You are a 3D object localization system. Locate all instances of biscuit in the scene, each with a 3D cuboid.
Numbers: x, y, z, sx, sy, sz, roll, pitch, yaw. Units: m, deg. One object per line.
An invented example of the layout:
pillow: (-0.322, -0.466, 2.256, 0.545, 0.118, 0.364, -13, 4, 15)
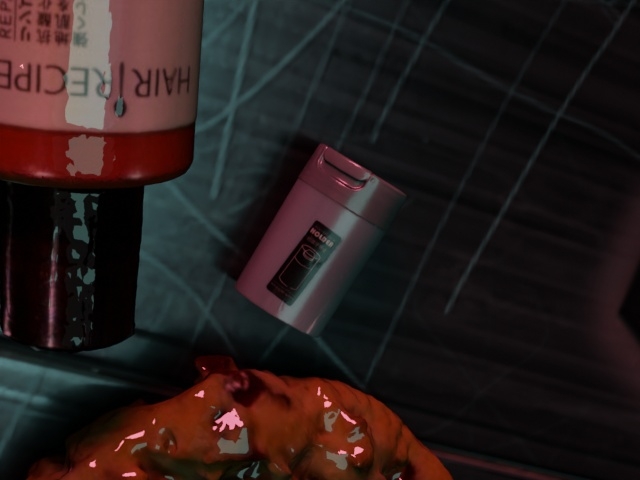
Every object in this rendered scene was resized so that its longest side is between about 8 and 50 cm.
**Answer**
biscuit: (-0.059, 0.226, 0.681, 0.289, 0.081, 0.334, 29, 94, -26)

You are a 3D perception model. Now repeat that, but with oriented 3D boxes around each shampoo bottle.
shampoo bottle: (-0.101, -0.089, 0.554, 0.104, 0.104, 0.278, -1, 106, -23)

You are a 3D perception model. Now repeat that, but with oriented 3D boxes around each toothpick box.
toothpick box: (0.000, 0.000, 0.652, 0.052, 0.052, 0.083, 30, 93, -27)
